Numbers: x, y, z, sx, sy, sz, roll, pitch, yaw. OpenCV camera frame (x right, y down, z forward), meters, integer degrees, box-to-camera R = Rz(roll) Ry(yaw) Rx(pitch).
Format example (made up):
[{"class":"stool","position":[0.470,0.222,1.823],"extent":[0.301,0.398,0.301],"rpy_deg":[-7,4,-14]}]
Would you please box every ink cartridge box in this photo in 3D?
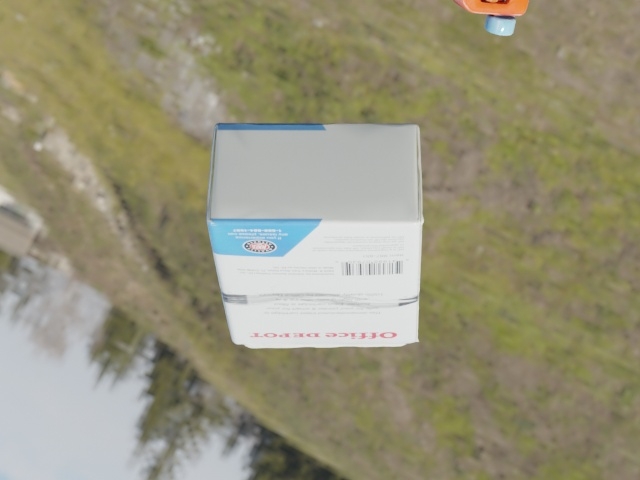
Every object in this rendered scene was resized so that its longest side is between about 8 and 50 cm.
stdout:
[{"class":"ink cartridge box","position":[0.000,0.000,1.792],"extent":[0.223,0.129,0.307],"rpy_deg":[0,152,2]}]

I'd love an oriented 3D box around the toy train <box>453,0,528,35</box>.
[{"class":"toy train","position":[0.089,-0.208,0.967],"extent":[0.125,0.166,0.046],"rpy_deg":[-6,-152,-27]}]
